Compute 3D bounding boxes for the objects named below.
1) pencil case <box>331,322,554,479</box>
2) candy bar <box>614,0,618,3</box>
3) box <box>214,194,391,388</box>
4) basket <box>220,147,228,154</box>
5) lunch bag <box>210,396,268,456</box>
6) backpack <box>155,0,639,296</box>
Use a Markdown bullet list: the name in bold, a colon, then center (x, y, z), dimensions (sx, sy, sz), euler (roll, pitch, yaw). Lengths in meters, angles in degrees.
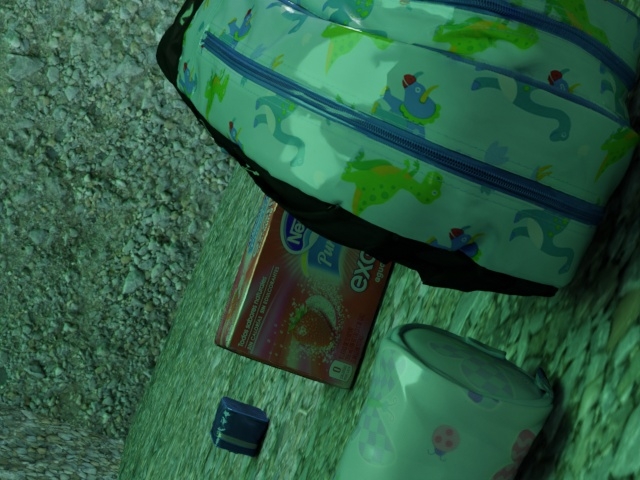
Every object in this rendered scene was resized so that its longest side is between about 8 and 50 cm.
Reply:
- **pencil case**: center (0.048, 0.189, 0.767), dimensions (0.124, 0.114, 0.273), euler (-75, 7, -80)
- **candy bar**: center (0.167, -0.221, 0.918), dimensions (0.161, 0.018, 0.040), euler (52, 135, 24)
- **box**: center (0.000, 0.000, 1.315), dimensions (0.154, 0.142, 0.299), euler (164, 126, -79)
- **basket**: center (-0.059, -0.243, 1.855), dimensions (0.289, 0.201, 0.254), euler (9, -78, -68)
- **lunch bag**: center (-0.117, 0.263, 1.645), dimensions (0.098, 0.067, 0.065), euler (-157, 87, -81)
- **backpack**: center (0.061, -0.093, 0.813), dimensions (0.273, 0.290, 0.355), euler (-57, 22, 20)
